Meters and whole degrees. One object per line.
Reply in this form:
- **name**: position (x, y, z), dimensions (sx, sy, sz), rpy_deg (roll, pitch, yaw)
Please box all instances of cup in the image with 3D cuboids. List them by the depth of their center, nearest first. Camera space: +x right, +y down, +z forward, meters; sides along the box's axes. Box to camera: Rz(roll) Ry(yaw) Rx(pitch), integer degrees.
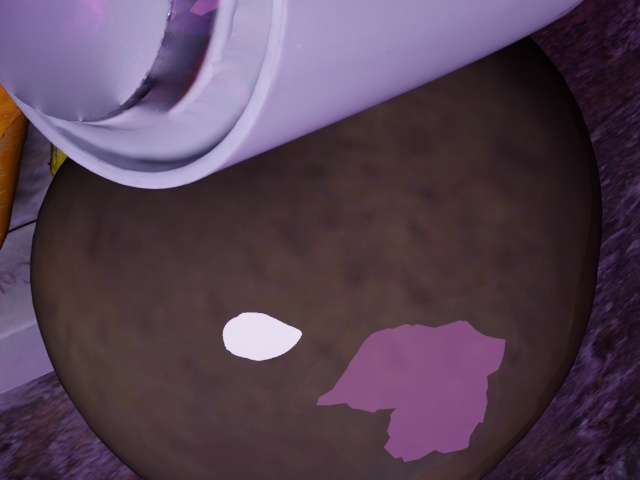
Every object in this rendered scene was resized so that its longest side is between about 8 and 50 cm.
- **cup**: position (0.008, -0.194, 0.930), dimensions (0.372, 0.253, 0.253), rpy_deg (-25, 153, -39)

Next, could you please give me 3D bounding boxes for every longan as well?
- **longan**: position (0.000, 0.000, 1.158), dimensions (0.361, 0.361, 0.361), rpy_deg (-33, 156, -16)

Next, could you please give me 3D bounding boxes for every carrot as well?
- **carrot**: position (-0.190, -0.072, 1.114), dimensions (0.043, 0.043, 0.248), rpy_deg (-22, 149, -36)

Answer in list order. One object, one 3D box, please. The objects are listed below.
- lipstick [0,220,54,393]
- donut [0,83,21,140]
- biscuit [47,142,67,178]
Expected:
- **lipstick**: position (-0.225, 0.055, 1.247), dimensions (0.371, 0.076, 0.079), rpy_deg (-25, 152, -32)
- **donut**: position (-0.234, -0.074, 1.017), dimensions (0.152, 0.058, 0.152), rpy_deg (-32, 157, -16)
- **biscuit**: position (-0.143, -0.117, 1.122), dimensions (0.048, 0.026, 0.292), rpy_deg (-52, 166, -31)
